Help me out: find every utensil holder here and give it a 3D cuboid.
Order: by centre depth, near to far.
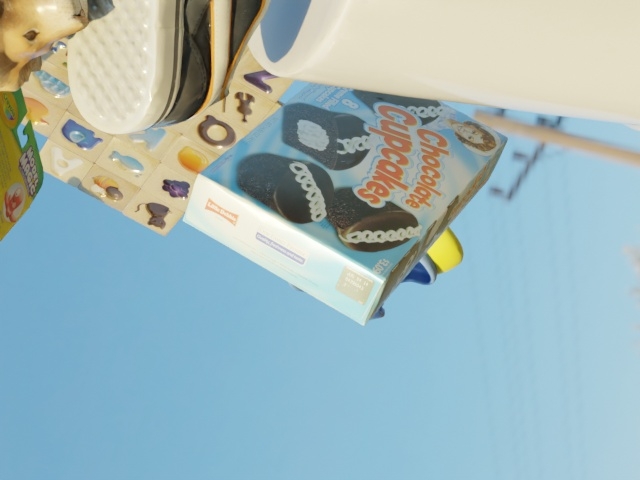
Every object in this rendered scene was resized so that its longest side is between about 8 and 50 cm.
[{"bbox_3d":[0.158,-0.266,1.373,0.385,0.327,0.327,4,-78,-25],"label":"utensil holder"}]

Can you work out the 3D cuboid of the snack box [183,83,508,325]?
[{"bbox_3d":[0.033,-0.058,1.526,0.322,0.187,0.060,-46,-18,-54],"label":"snack box"}]

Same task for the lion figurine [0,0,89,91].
[{"bbox_3d":[-0.314,-0.222,1.067,0.392,0.142,0.240,-1,-72,-48],"label":"lion figurine"}]

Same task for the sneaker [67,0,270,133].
[{"bbox_3d":[-0.104,-0.241,1.205,0.127,0.126,0.321,-15,-59,-52],"label":"sneaker"}]

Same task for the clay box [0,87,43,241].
[{"bbox_3d":[-0.293,-0.028,1.250,0.127,0.053,0.222,84,-152,-41],"label":"clay box"}]

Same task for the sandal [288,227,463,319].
[{"bbox_3d":[0.000,0.000,1.894,0.138,0.317,0.126,-53,-42,-23],"label":"sandal"}]

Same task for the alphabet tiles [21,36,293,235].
[{"bbox_3d":[-0.169,-0.127,1.730,0.342,0.285,0.011,-46,21,49],"label":"alphabet tiles"}]
